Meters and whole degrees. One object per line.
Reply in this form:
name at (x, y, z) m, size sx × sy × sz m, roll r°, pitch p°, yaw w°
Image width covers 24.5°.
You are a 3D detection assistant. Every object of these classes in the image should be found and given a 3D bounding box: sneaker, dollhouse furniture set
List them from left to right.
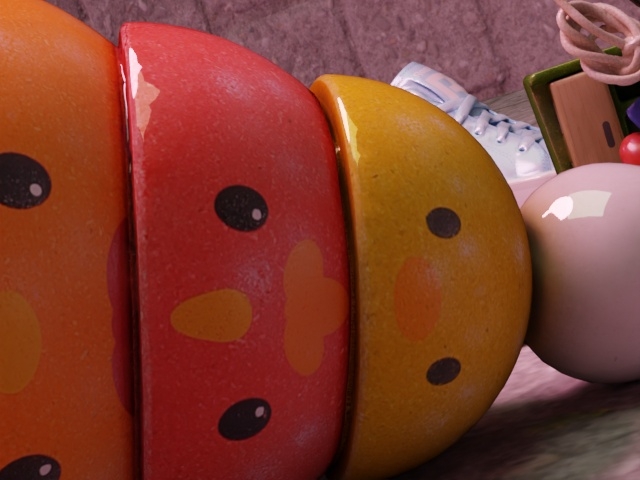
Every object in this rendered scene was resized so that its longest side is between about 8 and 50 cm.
sneaker at (0.125, -0.101, 1.447) m, size 0.365 × 0.150 × 0.135 m, roll -1°, pitch 13°, yaw 24°
dollhouse furniture set at (0.129, -0.025, 1.024) m, size 0.301 × 0.151 × 0.197 m, roll -19°, pitch 7°, yaw -1°

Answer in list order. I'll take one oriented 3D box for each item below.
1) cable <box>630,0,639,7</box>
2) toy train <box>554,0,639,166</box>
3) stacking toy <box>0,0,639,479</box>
cable at (0.287, -0.106, 0.903) m, size 0.287 × 0.072 × 0.139 m, roll 29°, pitch 7°, yaw 25°
toy train at (0.233, -0.080, 0.874) m, size 0.105 × 0.248 × 0.143 m, roll -47°, pitch -14°, yaw 20°
stacking toy at (-0.017, 0.013, 0.750) m, size 0.479 × 0.351 × 0.350 m, roll -5°, pitch 5°, yaw -9°
